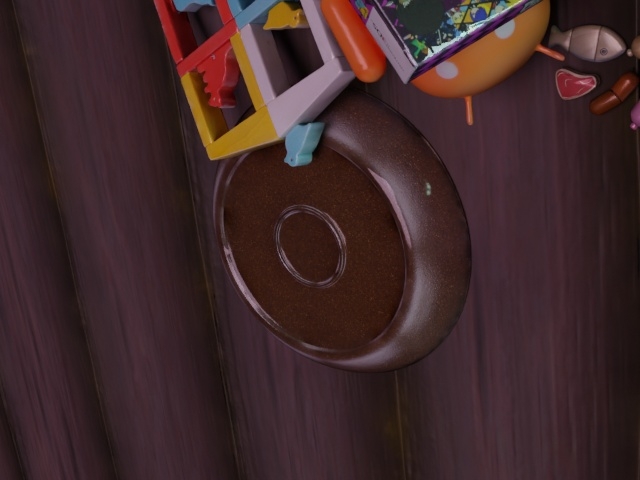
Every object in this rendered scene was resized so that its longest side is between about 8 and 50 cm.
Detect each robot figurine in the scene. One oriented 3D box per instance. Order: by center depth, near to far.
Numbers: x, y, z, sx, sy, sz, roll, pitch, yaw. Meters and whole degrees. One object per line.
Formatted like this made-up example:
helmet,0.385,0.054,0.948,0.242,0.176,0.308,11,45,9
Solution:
robot figurine,0.090,-0.203,0.691,0.219,0.158,0.128,57,159,4

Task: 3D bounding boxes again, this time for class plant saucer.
plant saucer,0.000,0.000,0.902,0.310,0.050,0.310,16,119,31

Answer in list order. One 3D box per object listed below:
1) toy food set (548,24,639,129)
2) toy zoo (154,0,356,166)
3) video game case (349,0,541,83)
toy food set,0.229,-0.123,0.688,0.122,0.019,0.078,11,115,34
toy zoo,-0.070,-0.204,0.841,0.192,0.030,0.293,-26,81,42
video game case,0.095,-0.252,0.615,0.210,0.232,0.042,56,168,4
